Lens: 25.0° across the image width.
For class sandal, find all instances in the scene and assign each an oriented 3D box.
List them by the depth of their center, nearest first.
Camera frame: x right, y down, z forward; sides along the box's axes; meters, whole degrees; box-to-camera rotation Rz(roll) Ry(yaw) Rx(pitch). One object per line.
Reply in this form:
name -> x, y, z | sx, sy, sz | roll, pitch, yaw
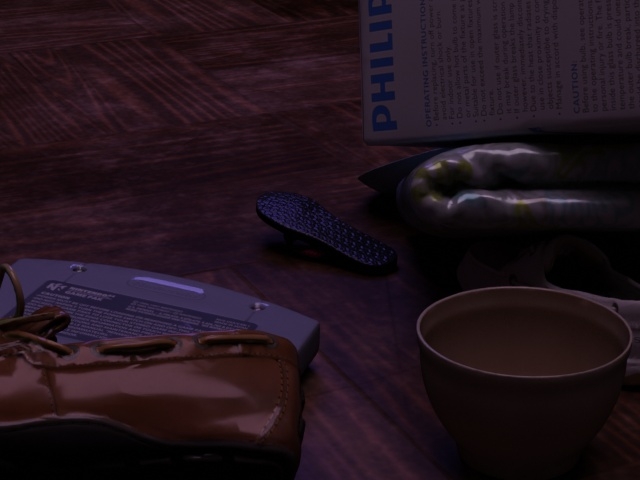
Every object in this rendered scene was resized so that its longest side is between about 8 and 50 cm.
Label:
sandal -> 0.000, 0.000, 1.513 | 0.179, 0.040, 0.067 | 30, 40, 28

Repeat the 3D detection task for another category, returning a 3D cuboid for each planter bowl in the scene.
planter bowl -> 0.153, 0.116, 1.107 | 0.162, 0.109, 0.162 | 0, 21, 0

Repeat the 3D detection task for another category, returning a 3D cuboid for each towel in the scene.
towel -> 0.264, -0.047, 1.393 | 0.375, 0.090, 0.320 | 0, -3, 1

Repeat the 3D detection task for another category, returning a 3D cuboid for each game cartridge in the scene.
game cartridge -> -0.159, 0.087, 1.236 | 0.294, 0.060, 0.196 | 12, 27, 14

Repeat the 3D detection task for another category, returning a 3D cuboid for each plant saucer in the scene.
plant saucer -> 0.140, -0.078, 1.631 | 0.195, 0.037, 0.195 | -14, -4, -1

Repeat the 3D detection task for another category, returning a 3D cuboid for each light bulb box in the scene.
light bulb box -> 0.279, -0.201, 1.377 | 0.361, 0.225, 0.358 | -2, -2, 39

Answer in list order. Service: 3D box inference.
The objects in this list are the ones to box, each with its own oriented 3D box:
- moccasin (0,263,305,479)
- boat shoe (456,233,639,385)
moccasin -> -0.201, 0.107, 1.047 | 0.380, 0.139, 0.147 | -2, 55, -2
boat shoe -> 0.225, 0.037, 1.322 | 0.098, 0.096, 0.277 | -15, 25, -29
